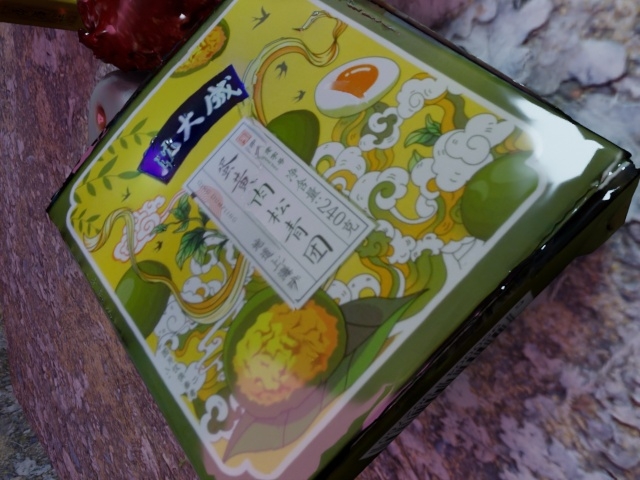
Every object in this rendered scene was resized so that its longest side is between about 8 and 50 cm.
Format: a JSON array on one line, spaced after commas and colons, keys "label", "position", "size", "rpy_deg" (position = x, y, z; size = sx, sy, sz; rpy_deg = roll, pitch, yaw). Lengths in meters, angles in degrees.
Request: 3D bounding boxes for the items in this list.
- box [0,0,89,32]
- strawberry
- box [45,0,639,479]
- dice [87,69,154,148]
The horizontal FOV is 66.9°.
[{"label": "box", "position": [-0.592, -0.636, 0.934], "size": [0.115, 0.264, 0.416], "rpy_deg": [-14, 89, 49]}, {"label": "strawberry", "position": [-0.173, -0.316, 0.611], "size": [0.274, 0.220, 0.274], "rpy_deg": [-40, 34, 34]}, {"label": "box", "position": [-0.026, -0.027, 0.456], "size": [0.373, 0.138, 0.420], "rpy_deg": [-48, 61, 6]}, {"label": "dice", "position": [-0.214, -0.136, 0.709], "size": [0.191, 0.194, 0.194], "rpy_deg": [32, 120, 39]}]
